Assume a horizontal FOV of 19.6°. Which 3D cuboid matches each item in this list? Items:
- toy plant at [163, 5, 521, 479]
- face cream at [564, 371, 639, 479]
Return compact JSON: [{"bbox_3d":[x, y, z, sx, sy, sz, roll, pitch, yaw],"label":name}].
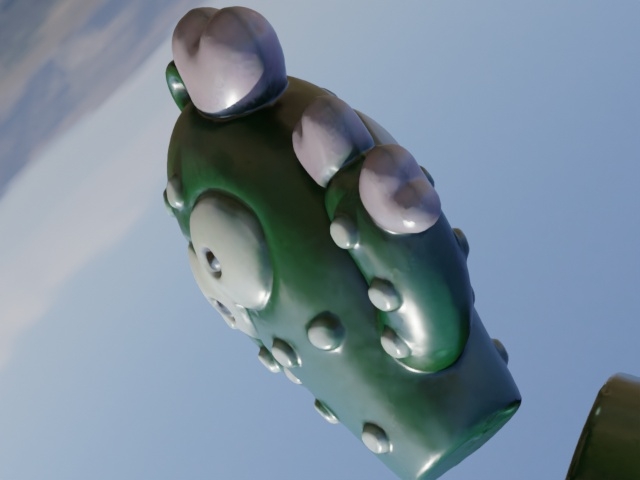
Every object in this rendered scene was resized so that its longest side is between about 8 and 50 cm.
[{"bbox_3d":[-0.001,0.001,0.888,0.112,0.243,0.233,-32,140,-20],"label":"toy plant"},{"bbox_3d":[0.322,0.229,1.144,0.312,0.357,0.219,89,23,-45],"label":"face cream"}]
